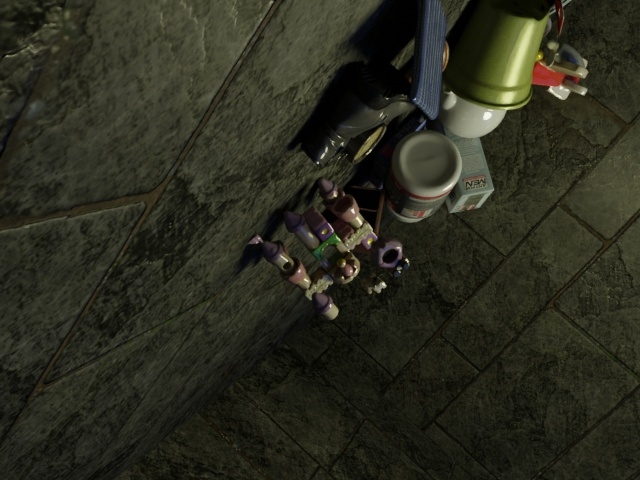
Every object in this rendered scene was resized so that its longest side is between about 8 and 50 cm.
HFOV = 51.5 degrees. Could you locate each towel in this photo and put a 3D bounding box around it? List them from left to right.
[{"bbox_3d":[0.219,-0.387,1.375,0.336,0.040,0.243,-13,107,-74],"label":"towel"}]

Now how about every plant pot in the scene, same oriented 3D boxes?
[{"bbox_3d":[0.490,-0.542,1.807,0.276,0.276,0.254,-42,157,-38],"label":"plant pot"}]

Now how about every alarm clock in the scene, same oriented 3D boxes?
[{"bbox_3d":[0.092,-0.246,1.657,0.192,0.064,0.129,-46,171,-30],"label":"alarm clock"}]

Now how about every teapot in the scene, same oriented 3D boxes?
[{"bbox_3d":[0.481,-0.444,2.008,0.256,0.252,0.187,-60,-168,-24],"label":"teapot"}]

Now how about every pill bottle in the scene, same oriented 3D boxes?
[{"bbox_3d":[0.308,-0.186,2.102,0.210,0.210,0.363,-47,171,-12],"label":"pill bottle"}]

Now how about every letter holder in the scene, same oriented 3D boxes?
[{"bbox_3d":[0.092,-0.071,2.215,0.302,0.214,0.152,85,15,-77],"label":"letter holder"}]

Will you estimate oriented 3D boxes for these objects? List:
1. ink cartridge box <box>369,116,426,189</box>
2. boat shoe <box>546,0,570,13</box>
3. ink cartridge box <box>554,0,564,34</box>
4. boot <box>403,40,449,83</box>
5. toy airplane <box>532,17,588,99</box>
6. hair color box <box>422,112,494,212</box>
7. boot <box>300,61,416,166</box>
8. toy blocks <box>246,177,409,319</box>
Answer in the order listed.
[{"bbox_3d":[0.255,-0.297,2.230,0.186,0.065,0.311,-45,172,-11],"label":"ink cartridge box"},{"bbox_3d":[0.813,-0.862,2.337,0.335,0.121,0.119,-47,176,3],"label":"boat shoe"},{"bbox_3d":[0.607,-0.690,1.784,0.060,0.239,0.275,-6,-175,19],"label":"ink cartridge box"},{"bbox_3d":[0.232,-0.406,1.645,0.152,0.073,0.197,-36,163,-38],"label":"boot"},{"bbox_3d":[0.720,-0.611,2.194,0.384,0.386,0.272,-25,128,-55],"label":"toy airplane"},{"bbox_3d":[0.445,-0.298,2.174,0.113,0.374,0.185,-11,166,-4],"label":"hair color box"},{"bbox_3d":[0.087,-0.273,1.458,0.223,0.118,0.338,-45,167,28],"label":"boot"},{"bbox_3d":[0.000,0.000,1.685,0.288,0.309,0.260,-41,129,-1],"label":"toy blocks"}]
